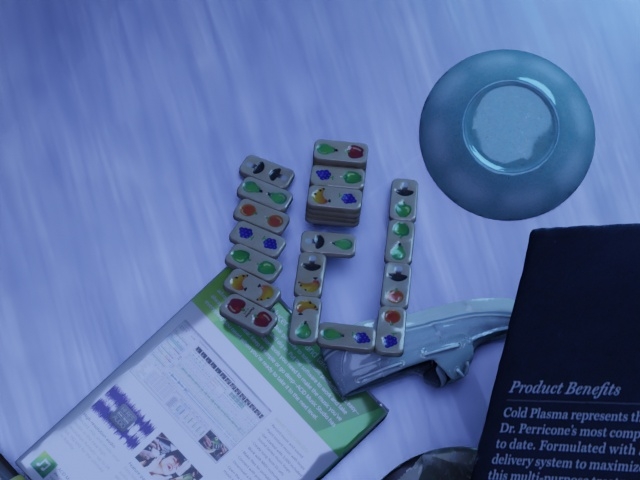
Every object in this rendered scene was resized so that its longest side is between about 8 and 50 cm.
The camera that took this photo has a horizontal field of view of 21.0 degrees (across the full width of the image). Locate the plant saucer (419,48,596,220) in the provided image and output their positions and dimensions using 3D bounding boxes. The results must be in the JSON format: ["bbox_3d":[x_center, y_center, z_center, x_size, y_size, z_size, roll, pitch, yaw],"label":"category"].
[{"bbox_3d":[0.205,-0.120,1.879,0.195,0.037,0.195,0,79,-1],"label":"plant saucer"}]

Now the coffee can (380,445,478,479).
[{"bbox_3d":[0.125,0.309,1.678,0.202,0.275,0.201,0,79,-1],"label":"coffee can"}]

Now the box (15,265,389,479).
[{"bbox_3d":[-0.122,0.207,1.806,0.322,0.058,0.232,-42,83,-6],"label":"box"}]

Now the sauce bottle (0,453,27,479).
[{"bbox_3d":[-0.336,0.286,1.761,0.111,0.111,0.344,-44,82,-8],"label":"sauce bottle"}]

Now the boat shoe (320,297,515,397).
[{"bbox_3d":[0.113,0.117,1.796,0.227,0.079,0.081,-11,73,-17],"label":"boat shoe"}]

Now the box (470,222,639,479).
[{"bbox_3d":[0.358,0.295,1.473,0.297,0.480,0.471,-1,61,39],"label":"box"}]

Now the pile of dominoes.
[{"bbox_3d":[0.000,0.000,1.795,0.196,0.040,0.251,6,51,2],"label":"pile of dominoes"}]
